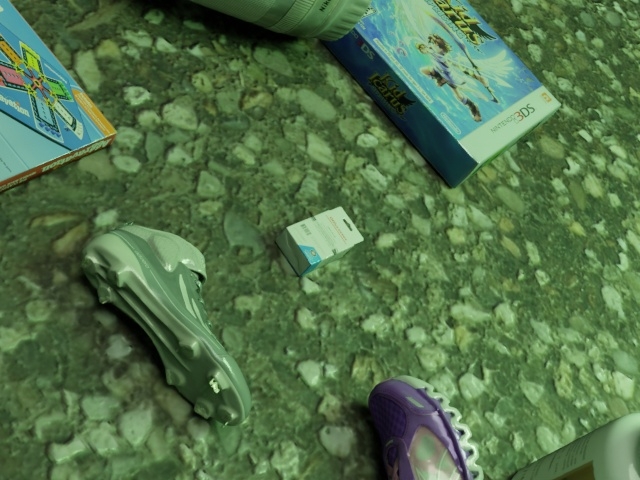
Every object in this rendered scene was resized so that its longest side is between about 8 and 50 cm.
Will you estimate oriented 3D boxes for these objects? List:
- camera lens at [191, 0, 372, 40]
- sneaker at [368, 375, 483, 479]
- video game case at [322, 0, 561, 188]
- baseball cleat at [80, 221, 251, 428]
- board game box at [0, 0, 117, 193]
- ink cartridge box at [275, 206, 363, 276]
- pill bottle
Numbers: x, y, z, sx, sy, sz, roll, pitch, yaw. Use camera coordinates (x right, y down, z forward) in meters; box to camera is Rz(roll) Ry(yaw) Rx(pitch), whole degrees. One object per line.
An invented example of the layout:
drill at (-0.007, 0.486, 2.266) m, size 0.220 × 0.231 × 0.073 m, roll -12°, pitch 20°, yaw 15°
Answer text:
camera lens at (-0.078, -0.364, 1.009) m, size 0.274 × 0.219 × 0.219 m, roll 14°, pitch 52°, yaw -25°
sneaker at (0.092, 0.236, 0.789) m, size 0.104 × 0.095 × 0.236 m, roll -11°, pitch 67°, yaw -30°
video game case at (0.165, -0.226, 1.183) m, size 0.269 × 0.061 × 0.244 m, roll 49°, pitch 45°, yaw 7°
baseball cleat at (-0.116, 0.063, 0.785) m, size 0.206 × 0.072 × 0.109 m, roll 50°, pitch 40°, yaw 2°
board game box at (-0.335, -0.177, 0.840) m, size 0.281 × 0.027 × 0.145 m, roll 50°, pitch 48°, yaw 7°
ink cartridge box at (0.000, 0.000, 0.934) m, size 0.083 × 0.028 × 0.048 m, roll -23°, pitch 74°, yaw -41°
pill bottle at (0.287, 0.233, 0.818) m, size 0.131 × 0.229 × 0.131 m, roll 17°, pitch 51°, yaw -22°
